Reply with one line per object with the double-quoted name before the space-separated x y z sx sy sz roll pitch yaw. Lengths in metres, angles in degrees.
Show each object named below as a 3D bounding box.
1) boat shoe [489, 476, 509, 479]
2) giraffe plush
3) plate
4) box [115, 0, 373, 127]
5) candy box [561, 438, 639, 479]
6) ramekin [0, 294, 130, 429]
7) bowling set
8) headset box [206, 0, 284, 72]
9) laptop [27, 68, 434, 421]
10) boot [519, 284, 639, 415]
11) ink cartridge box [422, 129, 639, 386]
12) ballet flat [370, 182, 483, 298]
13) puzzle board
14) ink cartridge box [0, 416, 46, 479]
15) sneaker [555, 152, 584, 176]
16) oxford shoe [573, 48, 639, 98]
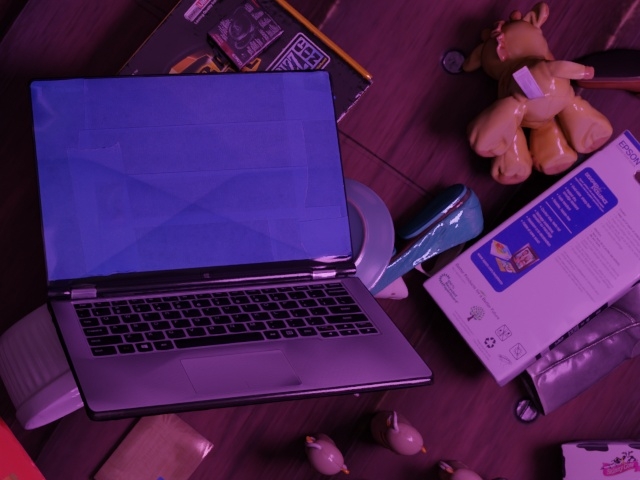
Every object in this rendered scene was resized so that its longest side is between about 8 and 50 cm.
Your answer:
"boat shoe" 0.248 0.485 1.832 0.130 0.132 0.355 8 88 -7
"giraffe plush" 0.259 -0.202 1.843 0.181 0.210 0.170 -16 48 3
"plate" 0.000 0.000 1.826 0.188 0.024 0.188 -7 66 16
"box" -0.131 -0.163 1.835 0.257 0.079 0.322 41 85 -5
"candy box" 0.395 0.370 1.826 0.159 0.071 0.233 -3 88 25
"ramekin" -0.297 0.132 1.753 0.207 0.207 0.109 -31 82 -6
"bowling set" 0.054 0.293 1.804 0.287 0.154 0.200 36 85 -3
"headset box" -0.097 -0.255 1.787 0.083 0.032 0.062 -42 92 -5
"laptop" -0.110 -0.014 1.629 0.382 0.408 0.236 -5 116 -19
"boot" 0.344 0.106 1.887 0.209 0.076 0.189 -22 89 1
"ink cartridge box" 0.311 0.024 1.841 0.333 0.065 0.165 -37 72 3
"ballet flat" 0.109 0.026 1.856 0.247 0.083 0.087 -33 111 -3
"puzzle board" -0.214 0.283 1.849 0.096 0.011 0.128 39 86 -5
"ink cartridge box" -0.516 0.289 1.791 0.261 0.066 0.296 -35 93 -4
"sneaker" 0.328 -0.136 1.903 0.098 0.038 0.069 -41 88 -9
"oxford shoe" 0.434 -0.207 1.901 0.212 0.076 0.076 1 128 4
